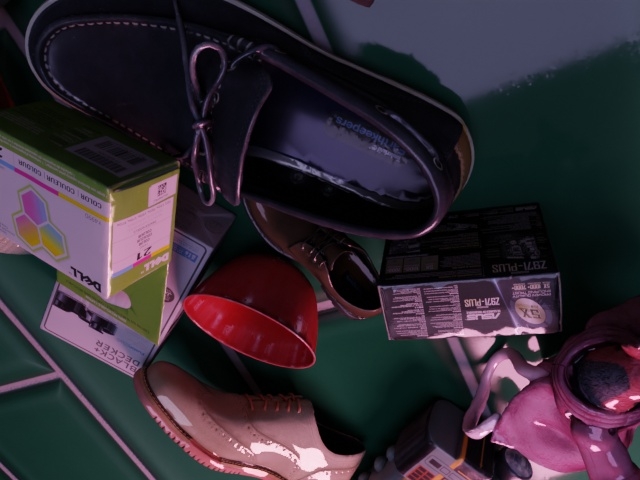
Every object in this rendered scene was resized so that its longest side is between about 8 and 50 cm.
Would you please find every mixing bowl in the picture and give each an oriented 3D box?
[{"bbox_3d":[-0.075,0.080,0.730,0.182,0.098,0.181,18,150,11],"label":"mixing bowl"}]

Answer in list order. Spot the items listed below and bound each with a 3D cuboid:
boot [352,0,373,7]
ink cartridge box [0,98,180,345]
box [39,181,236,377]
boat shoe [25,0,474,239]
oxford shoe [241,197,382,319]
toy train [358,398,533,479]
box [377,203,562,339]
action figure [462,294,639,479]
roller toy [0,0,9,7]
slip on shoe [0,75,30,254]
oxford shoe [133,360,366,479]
[{"bbox_3d":[0.004,-0.349,0.370,0.223,0.118,0.338,-36,76,31],"label":"boot"},{"bbox_3d":[-0.264,0.004,0.615,0.189,0.097,0.255,26,123,18],"label":"ink cartridge box"},{"bbox_3d":[-0.256,0.047,0.772,0.169,0.087,0.290,32,123,-8],"label":"box"},{"bbox_3d":[-0.082,-0.132,0.583,0.501,0.156,0.186,21,125,1],"label":"boat shoe"},{"bbox_3d":[0.000,0.000,0.666,0.227,0.096,0.083,43,78,-3],"label":"oxford shoe"},{"bbox_3d":[0.168,0.394,0.878,0.190,0.142,0.333,37,125,3],"label":"toy train"},{"bbox_3d":[0.165,0.033,0.636,0.180,0.147,0.077,-6,120,15],"label":"box"},{"bbox_3d":[0.293,0.138,0.595,0.276,0.247,0.370,15,166,26],"label":"action figure"},{"bbox_3d":[-0.411,-0.306,0.548,0.191,0.146,0.209,13,124,5],"label":"roller toy"},{"bbox_3d":[-0.410,-0.099,0.707,0.123,0.101,0.331,0,139,-6],"label":"slip on shoe"},{"bbox_3d":[-0.095,0.270,0.852,0.146,0.140,0.397,-47,120,4],"label":"oxford shoe"}]
